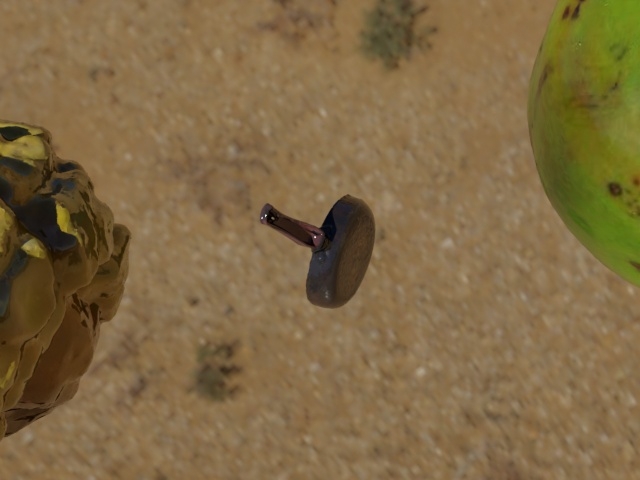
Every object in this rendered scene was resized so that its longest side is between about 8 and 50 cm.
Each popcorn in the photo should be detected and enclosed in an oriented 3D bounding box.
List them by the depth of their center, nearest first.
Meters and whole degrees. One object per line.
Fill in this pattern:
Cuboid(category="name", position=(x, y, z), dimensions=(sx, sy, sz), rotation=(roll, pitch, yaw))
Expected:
Cuboid(category="popcorn", position=(-0.160, 0.026, 0.684), dimensions=(0.140, 0.163, 0.194), rotation=(25, 61, 17))

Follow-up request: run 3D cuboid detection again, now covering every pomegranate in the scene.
Cuboid(category="pomegranate", position=(0.230, -0.111, 0.970), dimensions=(0.236, 0.236, 0.302), rotation=(2, 70, 31))

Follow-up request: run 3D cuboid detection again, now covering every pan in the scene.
Cuboid(category="pan", position=(0.003, 0.001, 1.779), dimensions=(0.040, 0.212, 0.115), rotation=(17, 83, 27))
